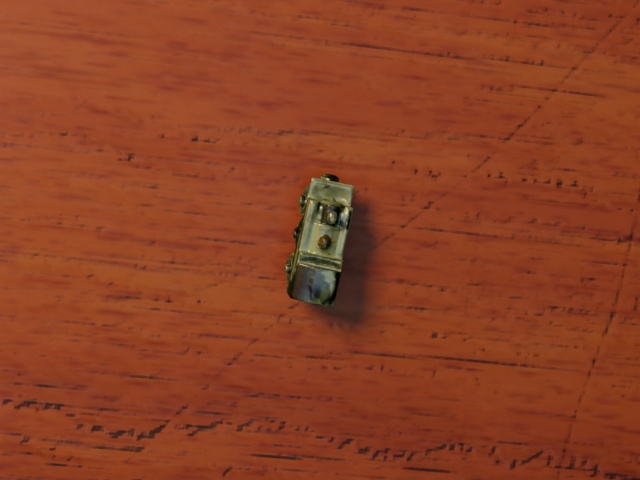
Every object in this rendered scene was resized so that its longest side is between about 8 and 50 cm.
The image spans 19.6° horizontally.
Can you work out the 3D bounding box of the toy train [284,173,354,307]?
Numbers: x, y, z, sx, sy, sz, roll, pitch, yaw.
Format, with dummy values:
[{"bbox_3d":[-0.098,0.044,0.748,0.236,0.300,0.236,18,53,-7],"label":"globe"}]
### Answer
[{"bbox_3d":[0.000,0.000,1.176,0.033,0.053,0.083,11,97,-9],"label":"toy train"}]
